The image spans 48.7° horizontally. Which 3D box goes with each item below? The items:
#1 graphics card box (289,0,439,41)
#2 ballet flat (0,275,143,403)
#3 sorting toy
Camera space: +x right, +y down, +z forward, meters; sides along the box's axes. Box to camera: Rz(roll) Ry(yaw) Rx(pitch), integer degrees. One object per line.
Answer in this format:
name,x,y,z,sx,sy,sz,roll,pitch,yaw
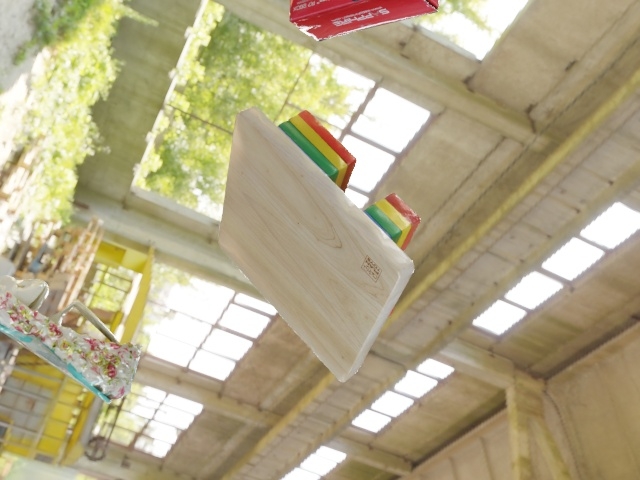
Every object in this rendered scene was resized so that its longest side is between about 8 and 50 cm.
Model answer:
graphics card box,0.070,-0.526,1.117,0.233,0.094,0.371,-2,-98,36
ballet flat,-0.305,0.091,0.785,0.077,0.241,0.091,-59,-171,-19
sorting toy,0.000,0.000,0.840,0.089,0.257,0.255,-32,158,-31
